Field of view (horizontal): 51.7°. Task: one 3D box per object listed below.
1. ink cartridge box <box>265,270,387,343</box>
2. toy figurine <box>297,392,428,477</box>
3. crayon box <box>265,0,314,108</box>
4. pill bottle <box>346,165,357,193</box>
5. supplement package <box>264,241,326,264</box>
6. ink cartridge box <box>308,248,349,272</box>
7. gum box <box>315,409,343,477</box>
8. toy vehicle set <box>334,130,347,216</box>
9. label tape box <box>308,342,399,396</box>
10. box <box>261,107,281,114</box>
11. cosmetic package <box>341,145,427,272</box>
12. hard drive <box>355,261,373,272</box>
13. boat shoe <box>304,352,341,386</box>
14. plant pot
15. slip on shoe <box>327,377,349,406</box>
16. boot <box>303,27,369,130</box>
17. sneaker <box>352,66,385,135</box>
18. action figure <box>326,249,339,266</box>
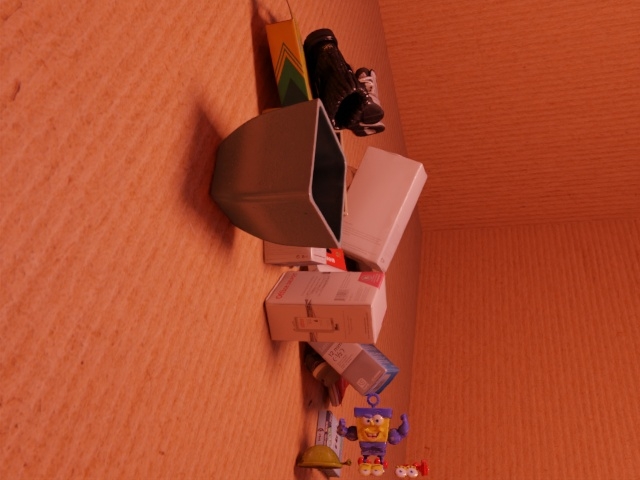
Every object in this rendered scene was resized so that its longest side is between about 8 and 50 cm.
[{"bbox_3d":[0.021,0.171,1.752,0.207,0.283,0.117,-57,144,-64],"label":"ink cartridge box"},{"bbox_3d":[0.124,0.544,1.882,0.191,0.362,0.217,45,45,-75],"label":"toy figurine"},{"bbox_3d":[-0.078,-0.464,1.805,0.202,0.081,0.319,-11,90,-85],"label":"crayon box"},{"bbox_3d":[0.101,-0.217,2.417,0.180,0.108,0.108,15,72,-73],"label":"pill bottle"},{"bbox_3d":[-0.067,-0.058,1.761,0.139,0.133,0.244,22,65,-72],"label":"supplement package"},{"bbox_3d":[0.041,0.097,2.025,0.189,0.066,0.232,21,54,-43],"label":"ink cartridge box"},{"bbox_3d":[0.029,0.648,2.100,0.184,0.041,0.157,66,26,-52],"label":"gum box"},{"bbox_3d":[-0.012,-0.201,1.916,0.035,0.166,0.267,138,-48,-66],"label":"toy vehicle set"},{"bbox_3d":[0.065,0.316,2.017,0.115,0.347,0.249,-51,161,2],"label":"label tape box"},{"bbox_3d":[-0.134,-0.237,1.708,0.087,0.058,0.232,68,25,-47],"label":"box"},{"bbox_3d":[0.198,-0.111,2.307,0.385,0.217,0.156,-63,158,-7],"label":"cosmetic package"},{"bbox_3d":[0.171,0.138,2.506,0.353,0.047,0.233,-101,179,-61],"label":"hard drive"},{"bbox_3d":[0.013,0.392,2.035,0.081,0.068,0.228,-46,154,-4],"label":"boat shoe"},{"bbox_3d":[-0.097,-0.134,1.468,0.248,0.252,0.247,59,33,-58],"label":"plant pot"},{"bbox_3d":[0.087,0.427,2.244,0.331,0.101,0.123,-66,150,-55],"label":"slip on shoe"},{"bbox_3d":[0.035,-0.421,1.959,0.348,0.131,0.260,85,-19,-66],"label":"boot"},{"bbox_3d":[0.157,-0.585,2.667,0.447,0.169,0.258,14,64,-81],"label":"sneaker"},{"bbox_3d":[0.043,0.089,2.155,0.137,0.063,0.232,48,41,-60],"label":"action figure"}]
